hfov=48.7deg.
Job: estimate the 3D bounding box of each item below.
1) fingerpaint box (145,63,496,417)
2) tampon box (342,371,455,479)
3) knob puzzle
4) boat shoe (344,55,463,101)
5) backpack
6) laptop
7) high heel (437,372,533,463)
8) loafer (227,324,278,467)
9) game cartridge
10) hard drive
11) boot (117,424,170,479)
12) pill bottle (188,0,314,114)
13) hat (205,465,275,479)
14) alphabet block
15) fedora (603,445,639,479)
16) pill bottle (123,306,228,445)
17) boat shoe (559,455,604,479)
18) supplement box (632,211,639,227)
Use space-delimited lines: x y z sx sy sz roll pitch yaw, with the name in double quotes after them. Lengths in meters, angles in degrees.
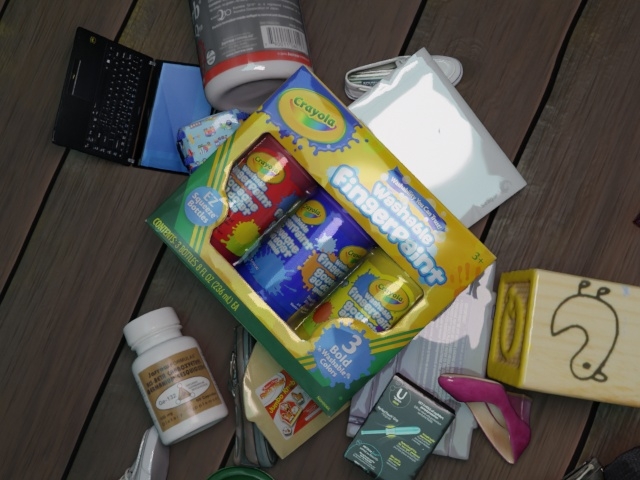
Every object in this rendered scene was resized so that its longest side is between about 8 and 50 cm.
0.000 0.000 1.195 0.371 0.163 0.445 -44 86 2 "fingerpaint box"
0.134 0.322 1.188 0.120 0.101 0.161 33 89 12 "tampon box"
-0.061 0.262 1.275 0.213 0.030 0.213 7 74 -23 "knob puzzle"
0.156 -0.304 1.334 0.226 0.076 0.083 -12 81 8 "boat shoe"
-0.181 -0.145 1.347 0.158 0.117 0.173 -16 88 -2 "backpack"
-0.352 -0.267 1.386 0.136 0.264 0.234 4 81 47 "laptop"
0.269 0.294 1.175 0.082 0.244 0.117 1 70 45 "high heel"
-0.141 0.287 1.304 0.084 0.096 0.268 -11 83 16 "loafer"
0.186 0.195 1.276 0.230 0.068 0.355 9 85 7 "game cartridge"
0.199 -0.164 1.288 0.203 0.040 0.307 -37 91 8 "hard drive"
-0.362 0.464 1.316 0.123 0.095 0.258 7 81 11 "boot"
-0.141 -0.440 1.336 0.210 0.210 0.363 -12 80 8 "pill bottle"
-0.175 0.496 1.233 0.208 0.183 0.173 -5 82 9 "hat"
0.402 0.155 1.156 0.197 0.193 0.192 9 83 -2 "alphabet block"
0.550 0.405 1.101 0.334 0.334 0.152 -22 47 6 "fedora"
-0.273 0.247 1.309 0.131 0.131 0.229 -28 77 5 "pill bottle"
0.391 0.446 1.202 0.219 0.078 0.070 -31 79 -4 "boat shoe"
0.582 -0.046 1.224 0.043 0.083 0.055 39 91 12 "supplement box"
